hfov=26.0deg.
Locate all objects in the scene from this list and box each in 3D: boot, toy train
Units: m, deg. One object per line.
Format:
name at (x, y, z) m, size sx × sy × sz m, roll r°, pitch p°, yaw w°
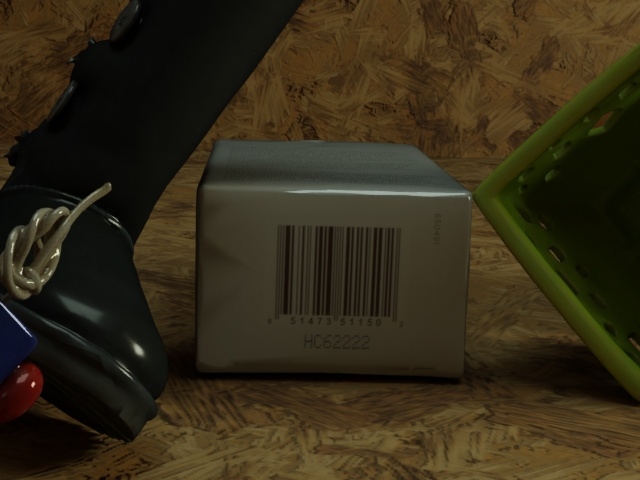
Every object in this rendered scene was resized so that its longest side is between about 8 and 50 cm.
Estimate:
boot at (-0.111, -0.090, 1.054) m, size 0.146 × 0.445 × 0.367 m, roll 46°, pitch -16°, yaw -30°
toy train at (-0.235, 0.059, 0.840) m, size 0.143 × 0.105 × 0.248 m, roll -5°, pitch 39°, yaw 51°

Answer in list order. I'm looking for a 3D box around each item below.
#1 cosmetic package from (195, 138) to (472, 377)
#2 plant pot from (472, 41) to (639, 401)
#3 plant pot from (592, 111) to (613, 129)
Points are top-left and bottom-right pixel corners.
cosmetic package at (0.000, 0.000, 1.338) m, size 0.230 × 0.161 × 0.453 m, roll 2°, pitch 9°, yaw -2°
plant pot at (0.299, -0.024, 1.173) m, size 0.228 × 0.227 × 0.207 m, roll -41°, pitch -13°, yaw 16°
plant pot at (0.424, -0.037, 1.385) m, size 0.291 × 0.290 × 0.203 m, roll 1°, pitch 25°, yaw -4°
